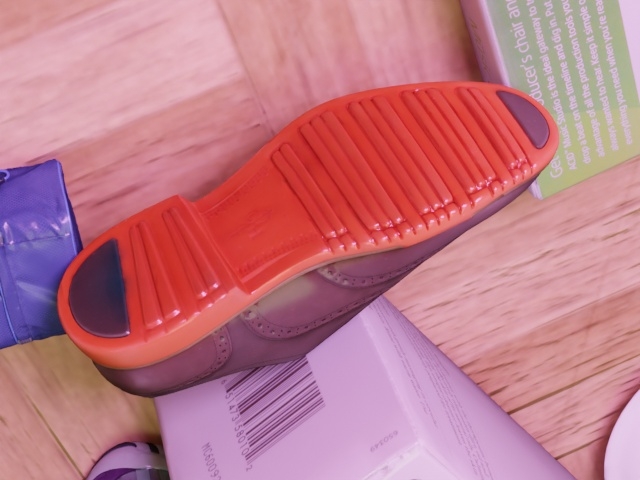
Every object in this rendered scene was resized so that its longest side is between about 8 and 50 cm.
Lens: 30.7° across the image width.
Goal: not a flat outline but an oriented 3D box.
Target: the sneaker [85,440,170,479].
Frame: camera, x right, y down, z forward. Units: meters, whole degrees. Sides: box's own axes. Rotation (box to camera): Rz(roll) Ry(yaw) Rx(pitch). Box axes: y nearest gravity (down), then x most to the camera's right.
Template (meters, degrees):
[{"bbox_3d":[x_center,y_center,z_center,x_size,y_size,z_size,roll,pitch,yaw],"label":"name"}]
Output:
[{"bbox_3d":[-0.153,0.239,0.759,0.083,0.098,0.224,18,115,-27],"label":"sneaker"}]

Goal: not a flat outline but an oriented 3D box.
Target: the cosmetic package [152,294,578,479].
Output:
[{"bbox_3d":[0.079,0.192,0.745,0.155,0.197,0.365,-39,124,9],"label":"cosmetic package"}]

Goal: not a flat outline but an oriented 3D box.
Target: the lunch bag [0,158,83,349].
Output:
[{"bbox_3d":[-0.161,0.006,0.621,0.065,0.067,0.098,-14,126,-9],"label":"lunch bag"}]

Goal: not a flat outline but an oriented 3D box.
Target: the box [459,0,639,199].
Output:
[{"bbox_3d":[0.225,-0.185,0.626,0.322,0.058,0.232,-25,127,-2],"label":"box"}]

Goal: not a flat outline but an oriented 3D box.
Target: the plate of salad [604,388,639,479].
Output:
[{"bbox_3d":[0.307,0.150,0.880,0.199,0.048,0.200,-3,117,-6],"label":"plate of salad"}]

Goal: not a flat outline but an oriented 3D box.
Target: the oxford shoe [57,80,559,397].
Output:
[{"bbox_3d":[0.000,0.000,0.622,0.271,0.097,0.098,-23,145,-3],"label":"oxford shoe"}]
